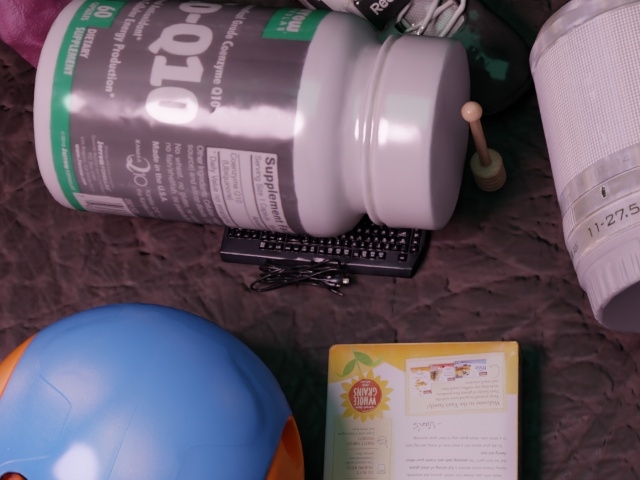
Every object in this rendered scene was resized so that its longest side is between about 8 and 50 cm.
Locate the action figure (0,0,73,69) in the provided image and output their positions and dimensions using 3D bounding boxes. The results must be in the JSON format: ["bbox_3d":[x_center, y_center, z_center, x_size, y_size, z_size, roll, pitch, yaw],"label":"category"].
[{"bbox_3d":[-0.329,-0.286,1.716,0.248,0.370,0.275,39,98,32],"label":"action figure"}]

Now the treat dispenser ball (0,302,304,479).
[{"bbox_3d":[-0.156,0.196,1.553,0.288,0.288,0.288,-4,70,11],"label":"treat dispenser ball"}]

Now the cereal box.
[{"bbox_3d":[0.089,0.208,1.626,0.173,0.047,0.240,-1,71,12],"label":"cereal box"}]

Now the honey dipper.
[{"bbox_3d":[0.141,-0.086,1.658,0.030,0.160,0.030,-4,69,11],"label":"honey dipper"}]

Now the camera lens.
[{"bbox_3d":[0.305,-0.081,1.590,0.219,0.219,0.274,-12,69,8],"label":"camera lens"}]

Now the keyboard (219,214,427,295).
[{"bbox_3d":[0.000,0.000,1.726,0.192,0.038,0.100,4,72,14],"label":"keyboard"}]

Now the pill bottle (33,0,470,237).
[{"bbox_3d":[-0.057,-0.111,1.686,0.361,0.204,0.204,6,72,15],"label":"pill bottle"}]

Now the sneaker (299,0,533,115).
[{"bbox_3d":[0.054,-0.236,1.743,0.330,0.146,0.122,35,80,20],"label":"sneaker"}]
